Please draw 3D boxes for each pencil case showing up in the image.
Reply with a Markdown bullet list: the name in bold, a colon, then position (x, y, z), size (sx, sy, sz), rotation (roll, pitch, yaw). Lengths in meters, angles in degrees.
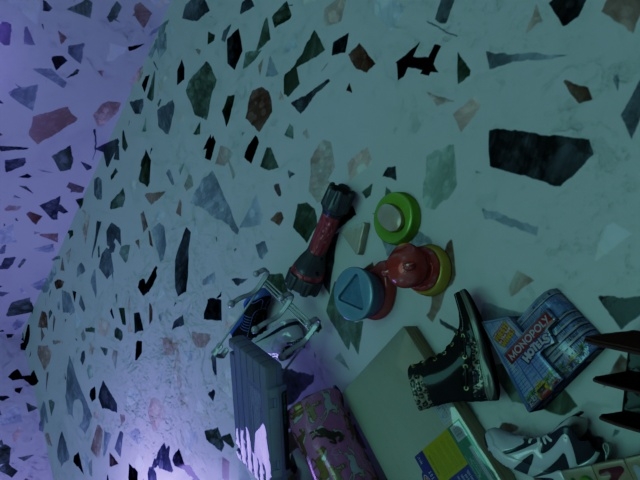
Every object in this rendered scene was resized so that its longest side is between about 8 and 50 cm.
- **pencil case**: position (0.059, 0.545, 1.534), size (0.386, 0.167, 0.160), rotation (61, 150, 32)

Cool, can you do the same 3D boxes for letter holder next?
- **letter holder**: position (0.569, 0.236, 0.962), size (0.302, 0.214, 0.152), rotation (6, 90, 48)

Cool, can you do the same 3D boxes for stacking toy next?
- **stacking toy**: position (0.129, 0.037, 1.539), size (0.309, 0.130, 0.279), rotation (-36, 61, 40)

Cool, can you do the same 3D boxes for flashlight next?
- **flashlight**: position (0.000, 0.000, 1.706), size (0.103, 0.103, 0.304), rotation (42, 117, 43)

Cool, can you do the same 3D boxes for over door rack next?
- **over door rack**: position (-0.167, 0.272, 1.752), size (0.239, 0.108, 0.324), rotation (42, 113, 29)

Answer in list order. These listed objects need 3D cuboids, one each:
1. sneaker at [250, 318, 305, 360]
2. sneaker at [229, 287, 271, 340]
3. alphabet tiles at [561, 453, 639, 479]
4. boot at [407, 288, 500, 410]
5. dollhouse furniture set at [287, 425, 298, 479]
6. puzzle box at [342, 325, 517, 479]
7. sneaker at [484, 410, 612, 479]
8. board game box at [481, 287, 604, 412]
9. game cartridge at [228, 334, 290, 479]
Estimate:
- **sneaker**: position (-0.134, 0.307, 1.843), size (0.235, 0.090, 0.094), rotation (-39, 68, 40)
- **sneaker**: position (-0.197, 0.242, 1.924), size (0.090, 0.081, 0.232), rotation (57, 133, 31)
- **alphabet tiles**: position (0.556, 0.489, 1.042), size (0.343, 0.011, 0.285), rotation (-30, 77, 36)
- **boot**: position (0.263, 0.233, 1.356), size (0.179, 0.085, 0.236), rotation (-18, 73, 20)
- **dollhouse furniture set**: position (-0.080, 0.582, 1.793), size (0.144, 0.123, 0.151), rotation (20, 136, 48)
- **puzzle box**: position (0.225, 0.434, 1.449), size (0.272, 0.052, 0.409), rotation (-53, 51, 30)
- **sneaker**: position (0.428, 0.369, 1.199), size (0.235, 0.094, 0.153), rotation (25, 103, 46)
- **board game box**: position (0.416, 0.194, 1.254), size (0.194, 0.060, 0.194), rotation (54, 124, 36)
- **game cartridge**: position (-0.156, 0.443, 1.652), size (0.230, 0.068, 0.355), rotation (18, 115, 52)
